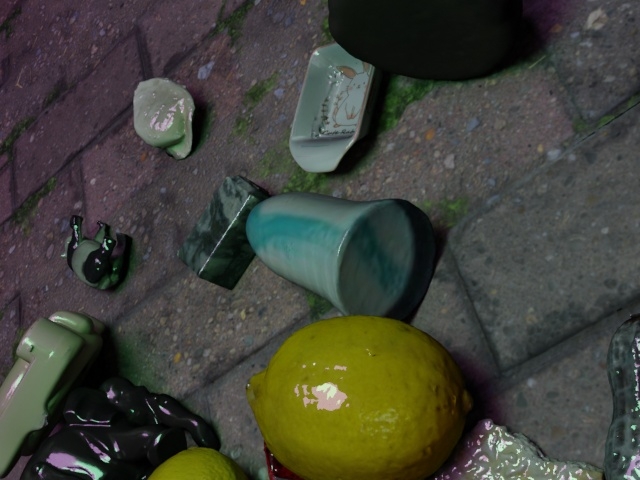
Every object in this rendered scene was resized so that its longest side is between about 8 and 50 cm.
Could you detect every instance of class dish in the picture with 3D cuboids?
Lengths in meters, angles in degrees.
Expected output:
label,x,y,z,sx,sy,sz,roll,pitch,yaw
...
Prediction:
label,x,y,z,sx,sy,sz,roll,pitch,yaw
dish,0.034,-0.218,1.390,0.154,0.064,0.234,2,71,42

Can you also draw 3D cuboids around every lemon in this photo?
label,x,y,z,sx,sy,sz,roll,pitch,yaw
lemon,0.052,0.207,1.059,0.263,0.236,0.236,19,84,35
lemon,-0.183,0.398,1.216,0.178,0.178,0.203,-31,51,27

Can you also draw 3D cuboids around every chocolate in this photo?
label,x,y,z,sx,sy,sz,roll,pitch,yaw
chocolate,0.359,0.192,0.889,0.110,0.110,0.248,-10,65,38

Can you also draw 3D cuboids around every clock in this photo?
label,x,y,z,sx,sy,sz,roll,pitch,yaw
clock,-0.500,0.258,1.499,0.284,0.114,0.309,-61,5,4

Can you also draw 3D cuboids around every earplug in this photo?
label,x,y,z,sx,sy,sz,roll,pitch,yaw
earplug,0.000,0.000,1.262,0.324,0.185,0.185,20,84,52

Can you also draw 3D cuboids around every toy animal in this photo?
label,x,y,z,sx,sy,sz,roll,pitch,yaw
toy animal,-0.468,0.024,1.703,0.225,0.094,0.121,26,98,43

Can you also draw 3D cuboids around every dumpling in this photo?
label,x,y,z,sx,sy,sz,roll,pitch,yaw
dumpling,-0.305,-0.256,1.682,0.150,0.092,0.176,-36,52,27

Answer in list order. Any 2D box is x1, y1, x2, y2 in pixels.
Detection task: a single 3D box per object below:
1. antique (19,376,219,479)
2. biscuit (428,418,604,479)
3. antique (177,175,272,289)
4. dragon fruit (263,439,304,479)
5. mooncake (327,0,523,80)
label,x,y,z,sx,sy,sz,roll,pitch,yaw
antique,-0.350,0.370,1.350,0.322,0.185,0.255,-41,36,-21
biscuit,0.216,0.312,1.003,0.265,0.040,0.188,-22,58,31
antique,-0.155,-0.018,1.447,0.183,0.086,0.088,-56,46,6
dragon fruit,-0.011,0.326,1.162,0.102,0.147,0.096,-93,11,-50
mooncake,0.153,-0.350,1.201,0.283,0.283,0.141,0,71,41
